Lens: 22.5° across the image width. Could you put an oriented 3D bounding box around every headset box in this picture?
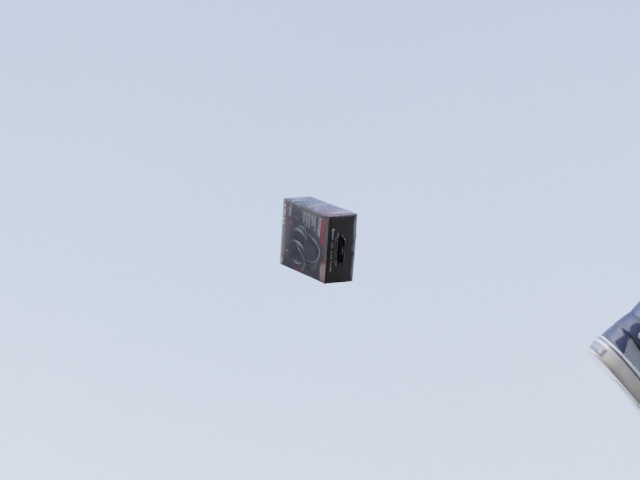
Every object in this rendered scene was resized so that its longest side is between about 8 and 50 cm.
[{"bbox_3d":[0.000,0.000,1.409,0.083,0.032,0.062,24,-66,54],"label":"headset box"}]

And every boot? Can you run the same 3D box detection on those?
[{"bbox_3d":[0.340,0.137,1.538,0.086,0.069,0.190,-43,-60,-2],"label":"boot"}]
